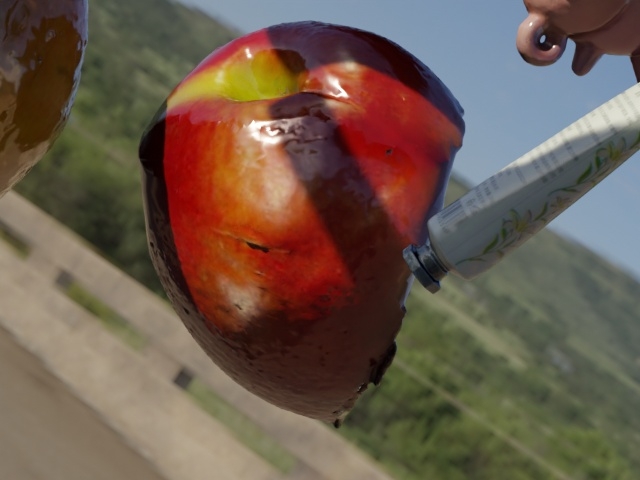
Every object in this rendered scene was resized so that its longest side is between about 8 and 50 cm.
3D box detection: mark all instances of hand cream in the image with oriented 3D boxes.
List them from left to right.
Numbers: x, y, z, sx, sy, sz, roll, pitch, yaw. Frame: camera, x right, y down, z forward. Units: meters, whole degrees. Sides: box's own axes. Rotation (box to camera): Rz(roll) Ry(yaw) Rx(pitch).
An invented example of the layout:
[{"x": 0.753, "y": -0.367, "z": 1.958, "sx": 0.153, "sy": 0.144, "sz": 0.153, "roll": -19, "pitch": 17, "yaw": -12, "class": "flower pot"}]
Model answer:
[{"x": 0.133, "y": -0.036, "z": 1.030, "sx": 0.042, "sy": 0.194, "sz": 0.067, "roll": 53, "pitch": 11, "yaw": -11, "class": "hand cream"}]

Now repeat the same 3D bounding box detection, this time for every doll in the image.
[{"x": 0.207, "y": -0.205, "z": 1.121, "sx": 0.211, "sy": 0.262, "sz": 0.093, "roll": 56, "pitch": -15, "yaw": -29, "class": "doll"}]

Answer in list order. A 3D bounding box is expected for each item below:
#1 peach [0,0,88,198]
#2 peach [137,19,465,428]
[{"x": -0.335, "y": -0.135, "z": 1.353, "sx": 0.289, "sy": 0.373, "sz": 0.372, "roll": 16, "pitch": 10, "yaw": -32, "class": "peach"}, {"x": 0.000, "y": 0.000, "z": 1.469, "sx": 0.281, "sy": 0.281, "sz": 0.338, "roll": 34, "pitch": -28, "yaw": 50, "class": "peach"}]
